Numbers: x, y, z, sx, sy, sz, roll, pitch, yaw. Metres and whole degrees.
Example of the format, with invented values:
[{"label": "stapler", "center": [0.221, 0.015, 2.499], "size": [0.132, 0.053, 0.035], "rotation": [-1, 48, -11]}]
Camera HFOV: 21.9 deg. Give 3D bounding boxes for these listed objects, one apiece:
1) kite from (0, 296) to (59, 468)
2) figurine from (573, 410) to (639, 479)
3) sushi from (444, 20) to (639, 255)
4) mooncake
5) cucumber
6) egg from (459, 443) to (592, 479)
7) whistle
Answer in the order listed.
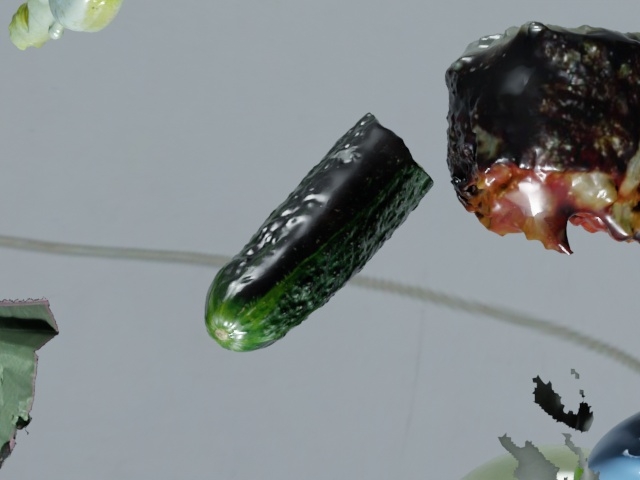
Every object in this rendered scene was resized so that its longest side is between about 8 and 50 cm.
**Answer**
[{"label": "kite", "center": [-0.097, 0.106, 0.384], "size": [0.250, 0.012, 0.229], "rotation": [48, 125, 39]}, {"label": "figurine", "center": [0.299, 0.240, 1.330], "size": [0.162, 0.263, 0.143], "rotation": [-31, 125, 1]}, {"label": "sushi", "center": [0.253, -0.082, 1.365], "size": [0.343, 0.196, 0.182], "rotation": [4, 95, -32]}, {"label": "mooncake", "center": [0.257, 0.048, 0.883], "size": [0.347, 0.057, 0.150], "rotation": [-40, 98, -6]}, {"label": "cucumber", "center": [-0.001, -0.001, 1.105], "size": [0.074, 0.241, 0.074], "rotation": [20, 133, 22]}, {"label": "egg", "center": [0.214, 0.307, 1.610], "size": [0.218, 0.218, 0.295], "rotation": [33, 135, 5]}, {"label": "whistle", "center": [-0.200, -0.202, 1.341], "size": [0.057, 0.198, 0.104], "rotation": [8, 70, -26]}]
